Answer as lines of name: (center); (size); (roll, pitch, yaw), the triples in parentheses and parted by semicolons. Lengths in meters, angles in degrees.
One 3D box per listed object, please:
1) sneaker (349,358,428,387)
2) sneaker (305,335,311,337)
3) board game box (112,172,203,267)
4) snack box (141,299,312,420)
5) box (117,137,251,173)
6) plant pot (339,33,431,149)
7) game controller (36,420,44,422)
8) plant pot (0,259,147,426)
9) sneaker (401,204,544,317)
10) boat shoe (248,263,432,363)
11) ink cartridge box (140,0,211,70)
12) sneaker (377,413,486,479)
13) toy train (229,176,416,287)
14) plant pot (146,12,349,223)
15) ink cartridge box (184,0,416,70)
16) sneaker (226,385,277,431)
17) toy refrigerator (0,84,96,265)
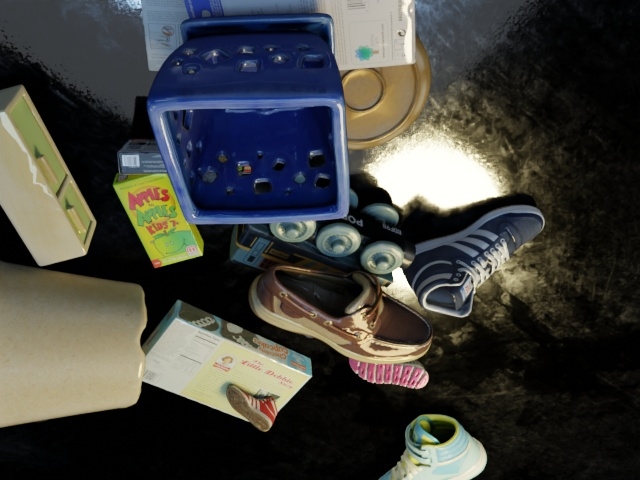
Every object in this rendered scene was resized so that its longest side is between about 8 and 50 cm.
sneaker: (0.146, 0.269, 1.420); (0.170, 0.075, 0.063); (11, 98, 10)
sneaker: (-0.050, 0.151, 1.325); (0.144, 0.059, 0.053); (32, 85, -42)
board game box: (-0.280, -0.043, 1.163); (0.092, 0.043, 0.181); (-15, 125, 4)
snack box: (-0.200, 0.261, 1.373); (0.322, 0.060, 0.187); (29, 118, -24)
box: (-0.207, -0.136, 1.063); (0.207, 0.114, 0.036); (-1, 109, -6)
plant pot: (0.065, -0.247, 1.071); (0.236, 0.032, 0.236); (-3, 124, -4)
game controller: (-0.662, 0.271, 1.336); (0.319, 0.067, 0.166); (31, 130, -24)
plant pot: (-0.471, 0.180, 1.154); (0.305, 0.334, 0.333); (4, 125, -22)
sneaker: (0.294, 0.042, 1.223); (0.282, 0.153, 0.099); (-22, 125, 8)
boat shoe: (0.054, 0.115, 1.133); (0.342, 0.123, 0.123); (21, 144, -14)
ink cartridge box: (-0.167, -0.356, 0.970); (0.189, 0.066, 0.232); (0, 145, -7)
sneaker: (0.213, 0.517, 1.564); (0.319, 0.127, 0.208); (-32, 125, 4)
toy train: (0.000, 0.000, 1.180); (0.334, 0.142, 0.190); (20, 133, -23)
plant pot: (-0.081, -0.173, 0.901); (0.236, 0.212, 0.236); (-1, 143, 2)
ink cartridge box: (-0.025, -0.322, 0.929); (0.311, 0.065, 0.185); (-6, 142, 4)
sneaker: (-0.139, 0.335, 1.376); (0.118, 0.067, 0.042); (44, 117, 1)
toy refrigerator: (-0.460, -0.100, 1.068); (0.094, 0.102, 0.269); (-14, 124, 3)
